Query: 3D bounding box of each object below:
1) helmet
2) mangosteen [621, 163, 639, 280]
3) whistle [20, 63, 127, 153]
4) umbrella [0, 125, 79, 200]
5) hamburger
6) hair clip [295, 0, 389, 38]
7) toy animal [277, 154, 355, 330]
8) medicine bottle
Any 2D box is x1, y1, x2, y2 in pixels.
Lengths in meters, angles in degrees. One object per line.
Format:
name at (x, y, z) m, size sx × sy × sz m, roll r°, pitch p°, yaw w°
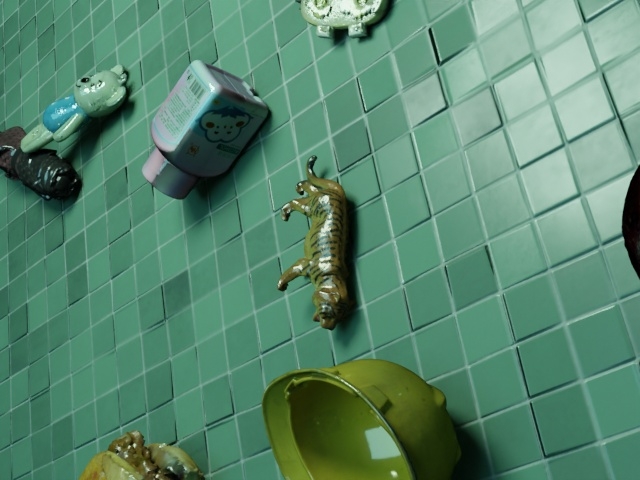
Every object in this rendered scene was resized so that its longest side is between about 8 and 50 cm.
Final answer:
helmet at (0.065, 0.209, 1.049) m, size 0.257 × 0.140 × 0.205 m, roll -1°, pitch 108°, yaw 56°
mangosteen at (0.369, -0.038, 0.807) m, size 0.211 × 0.211 × 0.250 m, roll -4°, pitch 44°, yaw 43°
whistle at (-0.433, -0.227, 1.684) m, size 0.235 × 0.077 × 0.114 m, roll -30°, pitch 44°, yaw 15°
umbrella at (-0.550, -0.151, 1.796) m, size 0.326 × 0.094 × 0.090 m, roll 28°, pitch 141°, yaw 44°
hamburger at (-0.279, 0.388, 1.313) m, size 0.282 × 0.155 × 0.245 m, roll -21°, pitch 60°, yaw 43°
hair clip at (0.025, -0.349, 1.326) m, size 0.187 × 0.056 × 0.146 m, roll 5°, pitch 87°, yaw 42°
toy animal at (0.000, 0.000, 1.242) m, size 0.099 × 0.056 × 0.241 m, roll -9°, pitch 69°, yaw 35°
medicine bottle at (-0.178, -0.155, 1.411) m, size 0.188 × 0.119 × 0.094 m, roll -52°, pitch 51°, yaw 18°
